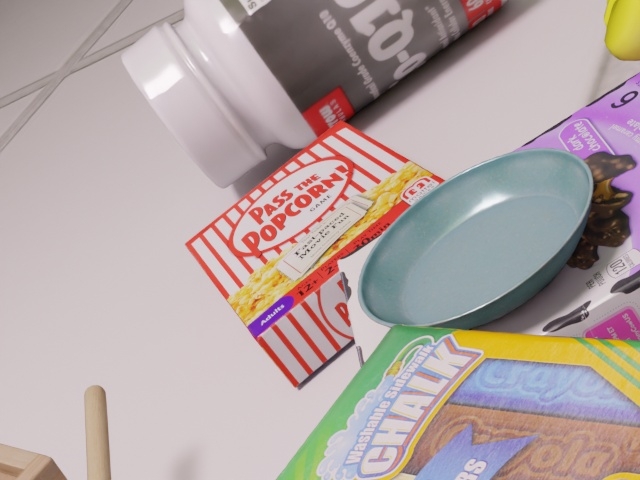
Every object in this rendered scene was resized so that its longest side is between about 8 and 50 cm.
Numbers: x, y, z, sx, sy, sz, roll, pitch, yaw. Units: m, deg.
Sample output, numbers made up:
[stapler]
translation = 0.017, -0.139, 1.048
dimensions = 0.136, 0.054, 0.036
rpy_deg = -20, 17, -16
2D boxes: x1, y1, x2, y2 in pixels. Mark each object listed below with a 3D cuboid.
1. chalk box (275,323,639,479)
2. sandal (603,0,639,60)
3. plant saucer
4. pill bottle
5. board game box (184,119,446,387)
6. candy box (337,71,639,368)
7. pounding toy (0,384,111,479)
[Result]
[chalk box]
translation = 0.061, 0.119, 0.414
dimensions = 0.213, 0.132, 0.132
rpy_deg = 1, 45, 52
[sandal]
translation = 0.243, -0.166, 0.720
dimensions = 0.138, 0.126, 0.317
rpy_deg = 13, 30, 8
[plant saucer]
translation = 0.073, 0.004, 0.558
dimensions = 0.119, 0.021, 0.119
rpy_deg = -28, 26, 16
[pill bottle]
translation = -0.004, -0.175, 0.981
dimensions = 0.283, 0.161, 0.161
rpy_deg = -37, 24, 2
[board game box]
translation = 0.000, 0.000, 0.806
dimensions = 0.147, 0.045, 0.193
rpy_deg = -39, 24, -5
[candy box]
translation = 0.113, 0.020, 0.590
dimensions = 0.196, 0.070, 0.165
rpy_deg = -32, 25, 10
[pounding toy]
translation = -0.162, 0.172, 0.676
dimensions = 0.206, 0.094, 0.181
rpy_deg = 3, 40, 42
